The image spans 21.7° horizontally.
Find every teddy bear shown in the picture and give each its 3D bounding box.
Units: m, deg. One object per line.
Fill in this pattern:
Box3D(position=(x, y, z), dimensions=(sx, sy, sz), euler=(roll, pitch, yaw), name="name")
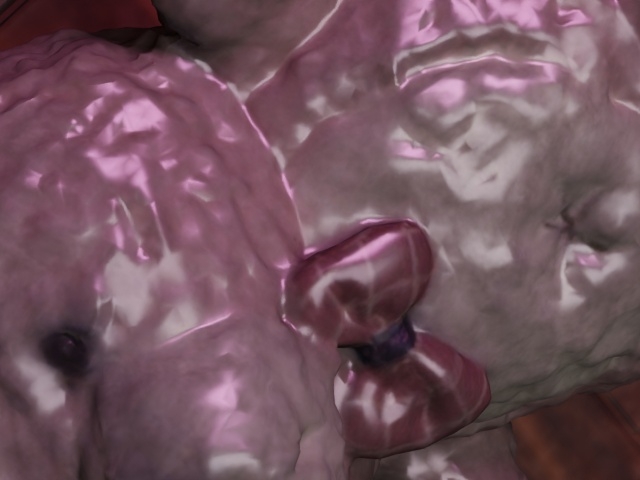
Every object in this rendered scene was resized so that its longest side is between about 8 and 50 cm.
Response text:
Box3D(position=(0.001, -0.001, 0.418), dimensions=(0.267, 0.151, 0.236), euler=(-27, 119, -20), name="teddy bear")
